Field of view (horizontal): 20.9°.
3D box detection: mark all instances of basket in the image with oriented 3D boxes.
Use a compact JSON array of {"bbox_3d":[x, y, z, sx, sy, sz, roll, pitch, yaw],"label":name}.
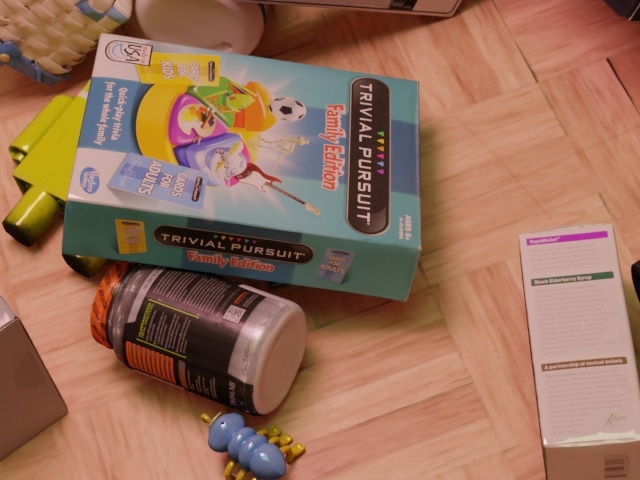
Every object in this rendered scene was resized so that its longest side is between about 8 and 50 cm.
[{"bbox_3d":[-0.346,-0.295,1.945,0.289,0.201,0.255,-28,46,33],"label":"basket"}]

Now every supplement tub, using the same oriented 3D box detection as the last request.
[{"bbox_3d":[-0.119,0.087,1.673,0.190,0.117,0.117,19,61,21],"label":"supplement tub"},{"bbox_3d":[-0.117,-0.311,1.933,0.144,0.144,0.199,4,56,13],"label":"supplement tub"}]

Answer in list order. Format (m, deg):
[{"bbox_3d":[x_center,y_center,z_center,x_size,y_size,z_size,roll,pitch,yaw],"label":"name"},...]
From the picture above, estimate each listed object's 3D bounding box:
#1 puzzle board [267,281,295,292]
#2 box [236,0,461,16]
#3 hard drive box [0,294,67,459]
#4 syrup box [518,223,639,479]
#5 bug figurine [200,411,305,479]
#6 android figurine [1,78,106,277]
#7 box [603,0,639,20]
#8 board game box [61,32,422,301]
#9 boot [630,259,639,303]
[{"bbox_3d":[0.000,0.000,1.778,0.128,0.011,0.096,-15,55,0],"label":"puzzle board"},{"bbox_3d":[0.043,-0.333,1.832,0.290,0.169,0.087,0,47,-33],"label":"box"},{"bbox_3d":[-0.361,0.073,1.685,0.089,0.181,0.232,-36,57,-15],"label":"hard drive box"},{"bbox_3d":[0.243,0.107,1.611,0.096,0.093,0.237,-5,54,6],"label":"syrup box"},{"bbox_3d":[-0.088,0.281,1.559,0.216,0.072,0.279,29,64,26],"label":"bug figurine"},{"bbox_3d":[-0.210,-0.088,1.848,0.248,0.056,0.273,24,63,24],"label":"android figurine"},{"bbox_3d":[0.328,-0.386,1.847,0.318,0.097,0.395,-10,47,-38],"label":"box"},{"bbox_3d":[-0.071,-0.078,1.719,0.336,0.079,0.254,8,44,-5],"label":"board game box"},{"bbox_3d":[0.479,0.080,1.568,0.260,0.131,0.348,-37,62,-13],"label":"boot"}]
